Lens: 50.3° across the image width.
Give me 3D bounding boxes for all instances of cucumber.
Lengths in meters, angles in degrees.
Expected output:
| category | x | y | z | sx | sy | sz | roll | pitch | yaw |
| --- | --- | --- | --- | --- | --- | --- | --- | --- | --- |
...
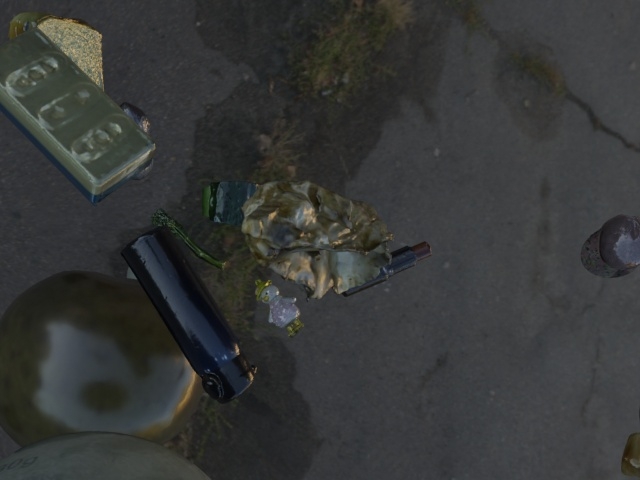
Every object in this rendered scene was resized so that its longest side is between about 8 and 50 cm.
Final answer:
| category | x | y | z | sx | sy | sz | roll | pitch | yaw |
| --- | --- | --- | --- | --- | --- | --- | --- | --- | --- |
| cucumber | -0.250 | -0.109 | 1.971 | 0.191 | 0.191 | 0.130 | 10 | 90 | -33 |

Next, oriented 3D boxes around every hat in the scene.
| category | x | y | z | sx | sy | sz | roll | pitch | yaw |
| --- | --- | --- | --- | --- | --- | --- | --- | --- | --- |
| hat | 0.289 | 0.016 | 0.662 | 0.058 | 0.087 | 0.042 | 18 | 46 | 7 |

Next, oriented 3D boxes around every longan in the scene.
| category | x | y | z | sx | sy | sz | roll | pitch | yaw |
| --- | --- | --- | --- | --- | --- | --- | --- | --- | --- |
| longan | -0.376 | 0.211 | 1.167 | 0.361 | 0.361 | 0.361 | -1 | 92 | -33 |

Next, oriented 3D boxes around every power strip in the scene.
| category | x | y | z | sx | sy | sz | roll | pitch | yaw |
| --- | --- | --- | --- | --- | --- | --- | --- | --- | --- |
| power strip | -0.174 | -0.087 | 0.463 | 0.123 | 0.032 | 0.056 | 44 | 58 | 1 |

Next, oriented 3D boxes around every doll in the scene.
| category | x | y | z | sx | sy | sz | roll | pitch | yaw |
| --- | --- | --- | --- | --- | --- | --- | --- | --- | --- |
| doll | -0.129 | 0.198 | 2.076 | 0.207 | 0.129 | 0.081 | 49 | 30 | 8 |

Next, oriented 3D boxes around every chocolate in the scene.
| category | x | y | z | sx | sy | sz | roll | pitch | yaw |
| --- | --- | --- | --- | --- | --- | --- | --- | --- | --- |
| chocolate | -0.353 | -0.183 | 1.280 | 0.072 | 0.072 | 0.167 | -26 | 147 | -30 |

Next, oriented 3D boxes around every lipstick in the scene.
| category | x | y | z | sx | sy | sz | roll | pitch | yaw |
| --- | --- | --- | --- | --- | --- | --- | --- | --- | --- |
| lipstick | 0.188 | 0.078 | 2.012 | 0.300 | 0.081 | 0.081 | -24 | 105 | -9 |

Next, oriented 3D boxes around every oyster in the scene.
| category | x | y | z | sx | sy | sz | roll | pitch | yaw |
| --- | --- | --- | --- | --- | --- | --- | --- | --- | --- |
| oyster | -0.003 | -0.003 | 0.835 | 0.341 | 0.166 | 0.110 | 16 | 53 | -53 |

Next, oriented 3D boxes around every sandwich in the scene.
| category | x | y | z | sx | sy | sz | roll | pitch | yaw |
| --- | --- | --- | --- | --- | --- | --- | --- | --- | --- |
| sandwich | -0.614 | -0.410 | 1.596 | 0.251 | 0.087 | 0.226 | -32 | 127 | -70 |

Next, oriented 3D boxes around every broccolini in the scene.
| category | x | y | z | sx | sy | sz | roll | pitch | yaw |
| --- | --- | --- | --- | --- | --- | --- | --- | --- | --- |
| broccolini | -0.314 | -0.002 | 1.618 | 0.051 | 0.239 | 0.054 | -20 | 140 | -54 |

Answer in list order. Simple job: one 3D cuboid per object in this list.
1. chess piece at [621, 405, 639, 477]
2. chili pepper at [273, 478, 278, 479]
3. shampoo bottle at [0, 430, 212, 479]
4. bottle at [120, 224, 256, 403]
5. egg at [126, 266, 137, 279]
| category | x | y | z | sx | sy | sz | roll | pitch | yaw |
| --- | --- | --- | --- | --- | --- | --- | --- | --- | --- |
| chess piece | 0.595 | 0.294 | 1.127 | 0.301 | 0.137 | 0.137 | -46 | 115 | -44 |
| chili pepper | -0.051 | 0.223 | 0.521 | 0.027 | 0.022 | 0.083 | 34 | 59 | 0 |
| shampoo bottle | -0.219 | 0.344 | 0.617 | 0.323 | 0.317 | 0.322 | 0 | 87 | 0 |
| bottle | -0.172 | 0.099 | 0.901 | 0.244 | 0.072 | 0.082 | 58 | 34 | -2 |
| egg | -0.434 | 0.088 | 1.718 | 0.103 | 0.135 | 0.103 | 0 | 87 | -6 |
